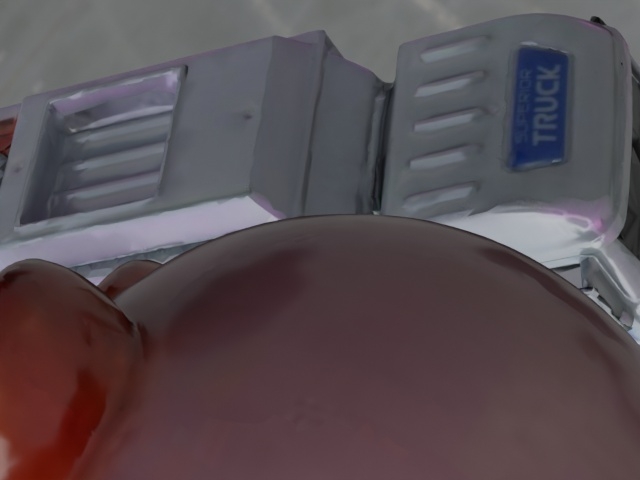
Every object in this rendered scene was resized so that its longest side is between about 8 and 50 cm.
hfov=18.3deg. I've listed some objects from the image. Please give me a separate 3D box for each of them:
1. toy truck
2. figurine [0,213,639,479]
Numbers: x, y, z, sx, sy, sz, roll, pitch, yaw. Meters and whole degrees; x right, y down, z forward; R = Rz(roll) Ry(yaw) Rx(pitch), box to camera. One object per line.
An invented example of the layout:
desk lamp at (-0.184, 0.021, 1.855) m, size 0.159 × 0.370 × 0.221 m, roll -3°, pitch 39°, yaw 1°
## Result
toy truck at (0.000, 0.000, 0.715) m, size 0.268 × 0.124 × 0.155 m, roll -12°, pitch 140°, yaw 25°
figurine at (0.005, 0.077, 0.384) m, size 0.173 × 0.173 × 0.173 m, roll 33°, pitch 164°, yaw 11°
